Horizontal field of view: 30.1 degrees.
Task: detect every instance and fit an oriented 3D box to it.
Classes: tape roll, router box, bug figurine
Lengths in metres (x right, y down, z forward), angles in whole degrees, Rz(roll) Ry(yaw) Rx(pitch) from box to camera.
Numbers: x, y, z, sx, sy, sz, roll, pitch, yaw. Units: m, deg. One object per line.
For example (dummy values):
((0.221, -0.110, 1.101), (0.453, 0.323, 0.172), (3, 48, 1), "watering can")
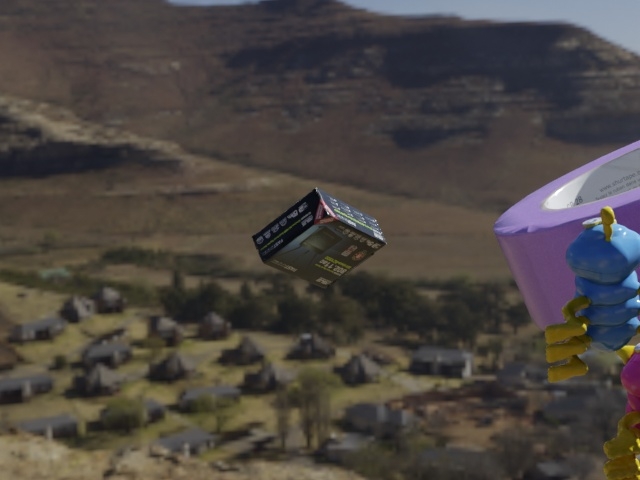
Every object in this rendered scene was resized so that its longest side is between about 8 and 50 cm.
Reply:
((0.282, -0.025, 0.954), (0.275, 0.090, 0.275), (-24, 6, 3), "tape roll")
((0.000, 0.000, 1.277), (0.092, 0.038, 0.122), (-36, -33, 21), "router box")
((0.258, 0.050, 0.696), (0.279, 0.216, 0.072), (-9, 38, -2), "bug figurine")
